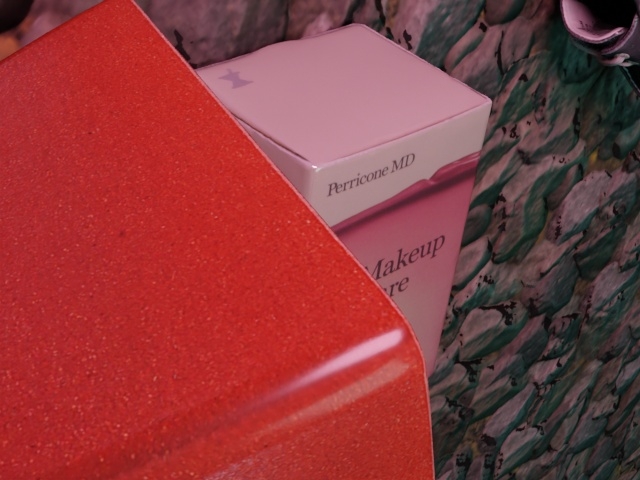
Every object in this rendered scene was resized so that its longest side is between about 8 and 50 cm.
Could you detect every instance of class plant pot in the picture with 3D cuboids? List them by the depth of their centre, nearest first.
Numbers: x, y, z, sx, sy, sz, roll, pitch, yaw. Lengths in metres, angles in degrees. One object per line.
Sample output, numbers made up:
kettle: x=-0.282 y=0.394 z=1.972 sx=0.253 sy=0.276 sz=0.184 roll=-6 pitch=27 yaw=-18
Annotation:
plant pot: x=-0.117 y=0.096 z=0.465 sx=0.236 sy=0.267 sz=0.267 roll=-26 pitch=137 yaw=-16

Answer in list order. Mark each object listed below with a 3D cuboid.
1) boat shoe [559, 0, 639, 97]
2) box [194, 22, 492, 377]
boat shoe: x=0.233 y=-0.184 z=0.806 sx=0.102 sy=0.108 sz=0.301 roll=-47 pitch=142 yaw=-8
box: x=0.000 y=0.000 z=0.681 sx=0.148 sy=0.127 sz=0.232 roll=-24 pitch=136 yaw=-34
